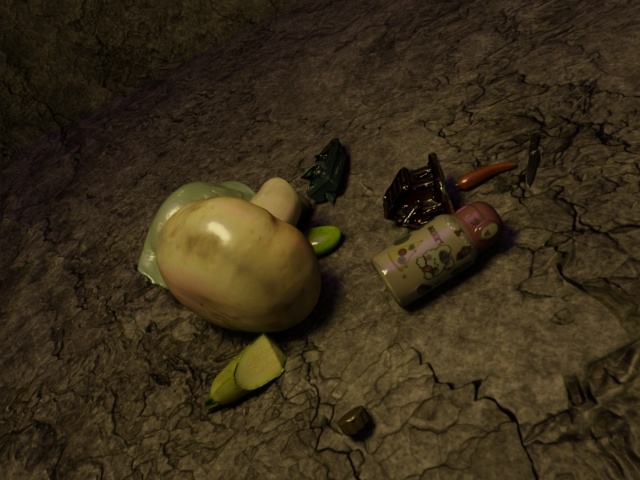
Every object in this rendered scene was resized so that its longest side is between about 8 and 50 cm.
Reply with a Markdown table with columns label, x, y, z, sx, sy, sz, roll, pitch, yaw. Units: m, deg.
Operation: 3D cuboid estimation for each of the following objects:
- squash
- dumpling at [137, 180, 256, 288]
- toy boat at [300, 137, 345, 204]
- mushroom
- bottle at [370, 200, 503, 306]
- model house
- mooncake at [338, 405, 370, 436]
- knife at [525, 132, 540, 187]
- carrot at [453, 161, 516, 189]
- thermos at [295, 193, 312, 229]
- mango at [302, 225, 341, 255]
| label | x | y | z | sx | sy | sz | roll | pitch | yaw |
| --- | --- | --- | --- | --- | --- | --- | --- | --- | --- |
| squash | -0.163 | 0.280 | 1.079 | 0.200 | 0.090 | 0.075 | -42 | 29 | 0 |
| dumpling | -0.302 | -0.022 | 1.418 | 0.320 | 0.270 | 0.212 | -65 | 19 | 0 |
| toy boat | 0.015 | -0.205 | 1.449 | 0.093 | 0.103 | 0.246 | -37 | 25 | 37 |
| mushroom | -0.153 | 0.051 | 1.150 | 0.353 | 0.353 | 0.325 | -31 | 81 | 3 |
| bottle | 0.230 | 0.017 | 1.037 | 0.253 | 0.120 | 0.120 | -33 | 38 | 3 |
| model house | 0.206 | -0.087 | 1.175 | 0.152 | 0.106 | 0.165 | -19 | 36 | 16 |
| mooncake | 0.047 | 0.342 | 0.763 | 0.150 | 0.057 | 0.346 | -42 | 10 | 31 |
| knife | 0.461 | -0.176 | 1.168 | 0.023 | 0.010 | 0.170 | -8 | 46 | 38 |
| carrot | 0.361 | -0.146 | 1.189 | 0.142 | 0.035 | 0.035 | -23 | 39 | 7 |
| thermos | -0.083 | -0.027 | 1.352 | 0.083 | 0.073 | 0.187 | 12 | 56 | 18 |
| mango | 0.000 | 0.000 | 1.272 | 0.108 | 0.056 | 0.073 | -26 | 44 | 6 |
